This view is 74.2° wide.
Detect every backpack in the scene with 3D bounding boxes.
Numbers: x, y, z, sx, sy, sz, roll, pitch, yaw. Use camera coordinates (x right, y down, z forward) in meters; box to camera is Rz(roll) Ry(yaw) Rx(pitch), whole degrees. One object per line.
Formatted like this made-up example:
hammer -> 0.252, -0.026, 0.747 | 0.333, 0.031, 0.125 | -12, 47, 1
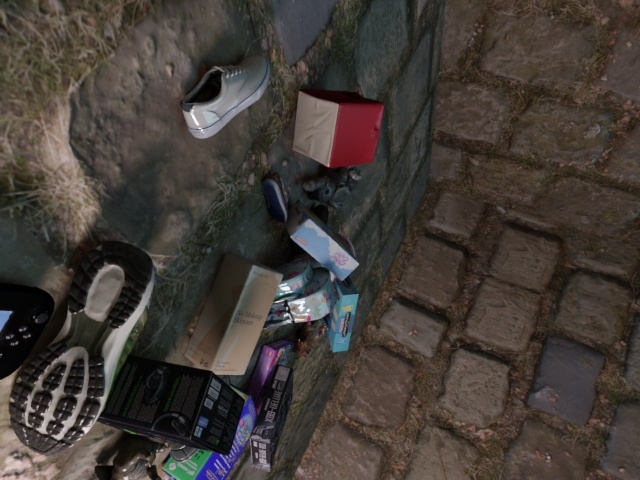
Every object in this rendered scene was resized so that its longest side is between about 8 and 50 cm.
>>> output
backpack -> -0.077, 0.173, 1.399 | 0.225, 0.253, 0.191 | -61, 141, -65

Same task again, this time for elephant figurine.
elephant figurine -> 0.026, -0.191, 1.530 | 0.186, 0.169, 0.239 | 50, 62, -19

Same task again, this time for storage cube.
storage cube -> 0.050, -0.342, 1.289 | 0.193, 0.183, 0.215 | -15, 126, -40

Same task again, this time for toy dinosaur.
toy dinosaur -> -0.433, 0.510, 1.041 | 0.314, 0.160, 0.121 | -58, 143, -53
toy dinosaur -> -0.067, 0.445, 1.914 | 0.200, 0.127, 0.296 | -55, 169, -16

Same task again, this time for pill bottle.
pill bottle -> 0.002, 0.089, 1.655 | 0.318, 0.176, 0.177 | -30, 136, -60

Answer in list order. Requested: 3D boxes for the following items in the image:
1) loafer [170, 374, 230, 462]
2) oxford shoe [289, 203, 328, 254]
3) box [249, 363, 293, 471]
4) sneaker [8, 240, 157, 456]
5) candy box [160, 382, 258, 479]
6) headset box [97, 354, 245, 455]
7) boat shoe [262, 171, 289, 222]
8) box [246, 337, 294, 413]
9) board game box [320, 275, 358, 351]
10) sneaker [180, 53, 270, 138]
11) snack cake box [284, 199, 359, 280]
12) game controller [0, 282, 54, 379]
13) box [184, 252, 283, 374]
loafer -> -0.344, 0.529, 1.267 | 0.084, 0.096, 0.268 | 83, 31, -61
oxford shoe -> -0.038, -0.059, 1.556 | 0.227, 0.082, 0.096 | -58, 153, -30
box -> -0.179, 0.672, 1.615 | 0.308, 0.076, 0.243 | -70, 169, -48
sneaker -> -0.412, 0.203, 0.807 | 0.411, 0.158, 0.182 | -63, 176, -4
candy box -> -0.348, 0.678, 1.413 | 0.317, 0.122, 0.268 | -55, 157, -36
headset box -> -0.343, 0.355, 0.919 | 0.246, 0.282, 0.131 | 79, 22, -56
boat shoe -> -0.123, -0.129, 1.296 | 0.066, 0.066, 0.183 | -58, 157, -32
box -> -0.213, 0.555, 1.722 | 0.294, 0.057, 0.201 | -70, 161, 2
board game box -> 0.077, 0.306, 1.971 | 0.254, 0.079, 0.336 | -117, -150, -53
sneaker -> -0.192, -0.327, 0.896 | 0.258, 0.094, 0.091 | -58, 161, -26
snack cake box -> 0.000, 0.000, 1.416 | 0.089, 0.152, 0.264 | -44, 123, 8
game controller -> -0.517, 0.125, 0.549 | 0.167, 0.067, 0.319 | -68, 159, -4
box -> -0.242, 0.207, 1.196 | 0.148, 0.121, 0.311 | 23, 87, -53
